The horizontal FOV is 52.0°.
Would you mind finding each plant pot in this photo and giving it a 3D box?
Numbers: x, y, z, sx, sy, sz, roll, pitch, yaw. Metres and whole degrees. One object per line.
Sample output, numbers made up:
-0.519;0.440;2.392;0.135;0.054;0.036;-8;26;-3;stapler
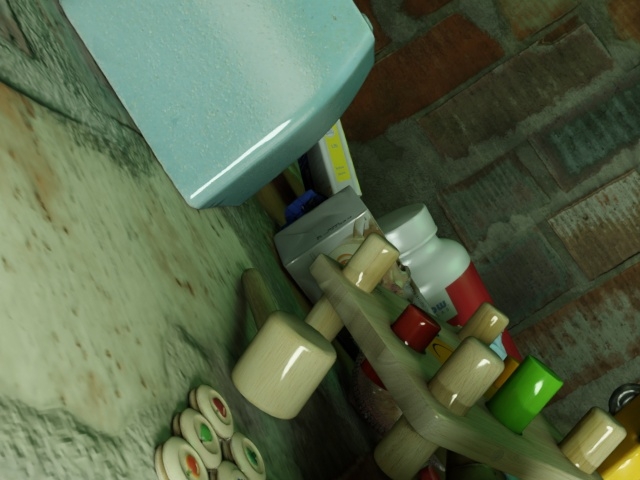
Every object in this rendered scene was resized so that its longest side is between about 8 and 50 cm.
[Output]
-0.079;-0.208;0.743;0.247;0.252;0.248;57;6;-1;plant pot

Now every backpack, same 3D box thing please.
-0.011;-0.023;1.044;0.098;0.101;0.120;61;-5;-31;backpack

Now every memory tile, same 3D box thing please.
-0.037;0.156;0.370;0.148;0.012;0.113;57;6;-5;memory tile

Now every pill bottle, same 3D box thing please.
0.212;0.146;1.242;0.408;0.229;0.229;61;6;-10;pill bottle

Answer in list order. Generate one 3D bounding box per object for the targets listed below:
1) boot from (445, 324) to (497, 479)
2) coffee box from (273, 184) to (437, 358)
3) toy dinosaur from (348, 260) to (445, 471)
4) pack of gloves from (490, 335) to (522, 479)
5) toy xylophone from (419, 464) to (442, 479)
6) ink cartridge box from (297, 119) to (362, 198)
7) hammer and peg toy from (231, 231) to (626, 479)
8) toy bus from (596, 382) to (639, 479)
0.207;0.251;0.892;0.236;0.089;0.270;96;-3;-83;boot
0.058;0.063;0.978;0.246;0.141;0.098;55;3;-30;coffee box
0.082;0.163;0.830;0.200;0.127;0.296;45;26;-18;toy dinosaur
0.257;0.228;0.840;0.232;0.046;0.195;64;28;-26;pack of gloves
0.119;0.314;0.488;0.236;0.081;0.322;59;7;9;toy xylophone
-0.007;-0.207;1.424;0.303;0.072;0.307;141;-64;-80;ink cartridge box
0.084;0.098;0.598;0.361;0.127;0.266;30;13;-31;hammer and peg toy
0.280;0.289;0.680;0.130;0.332;0.108;47;6;1;toy bus
